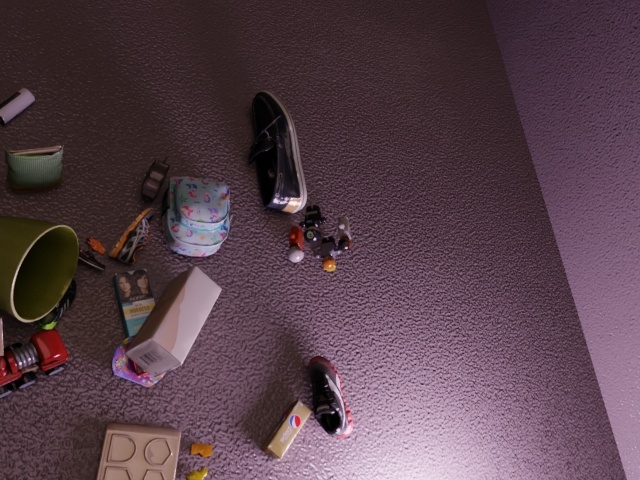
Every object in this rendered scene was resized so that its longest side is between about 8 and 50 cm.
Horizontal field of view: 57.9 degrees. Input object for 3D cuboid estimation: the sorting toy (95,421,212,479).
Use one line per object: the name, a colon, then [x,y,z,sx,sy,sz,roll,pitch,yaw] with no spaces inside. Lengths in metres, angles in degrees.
sorting toy: [-0.469,0.646,1.638,0.307,0.041,0.229,14,57,-21]

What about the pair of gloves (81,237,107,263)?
pair of gloves: [-0.724,0.033,1.816,0.074,0.010,0.083,42,56,-3]

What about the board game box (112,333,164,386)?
board game box: [-0.520,0.356,1.701,0.168,0.033,0.133,32,80,-29]

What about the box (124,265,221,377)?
box: [-0.430,0.235,1.722,0.121,0.148,0.311,46,35,-20]

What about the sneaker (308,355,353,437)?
sneaker: [0.021,0.508,1.880,0.135,0.097,0.276,20,49,-66]

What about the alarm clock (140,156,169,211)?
alarm clock: [-0.563,-0.186,1.933,0.064,0.129,0.192,21,75,-15]

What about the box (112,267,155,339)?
box: [-0.560,0.215,1.780,0.100,0.060,0.245,-10,72,-30]

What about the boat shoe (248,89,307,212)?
boat shoe: [-0.186,-0.340,2.160,0.155,0.186,0.501,-4,74,-34]

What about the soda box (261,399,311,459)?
soda box: [-0.106,0.596,1.823,0.058,0.061,0.181,41,56,-4]

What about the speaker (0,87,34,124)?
speaker: [-0.996,-0.436,1.877,0.055,0.055,0.136,38,56,-6]

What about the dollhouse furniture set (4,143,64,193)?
dollhouse furniture set: [-0.900,-0.155,1.704,0.301,0.197,0.151,-14,72,-30]

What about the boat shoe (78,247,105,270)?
boat shoe: [-0.717,0.050,1.775,0.133,0.049,0.042,30,71,-4]

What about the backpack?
backpack: [-0.410,-0.081,1.928,0.225,0.191,0.254,9,68,-24]

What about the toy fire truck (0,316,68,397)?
toy fire truck: [-0.791,0.287,1.518,0.217,0.246,0.159,-22,78,-32]

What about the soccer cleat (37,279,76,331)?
soccer cleat: [-0.764,0.183,1.686,0.060,0.072,0.179,27,58,-13]

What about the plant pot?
plant pot: [-0.866,0.043,1.563,0.293,0.275,0.275,18,58,6]

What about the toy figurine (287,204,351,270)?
toy figurine: [0.000,0.000,2.070,0.209,0.213,0.148,20,47,-22]

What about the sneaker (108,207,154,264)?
sneaker: [-0.595,-0.015,1.869,0.083,0.084,0.215,40,58,-21]
